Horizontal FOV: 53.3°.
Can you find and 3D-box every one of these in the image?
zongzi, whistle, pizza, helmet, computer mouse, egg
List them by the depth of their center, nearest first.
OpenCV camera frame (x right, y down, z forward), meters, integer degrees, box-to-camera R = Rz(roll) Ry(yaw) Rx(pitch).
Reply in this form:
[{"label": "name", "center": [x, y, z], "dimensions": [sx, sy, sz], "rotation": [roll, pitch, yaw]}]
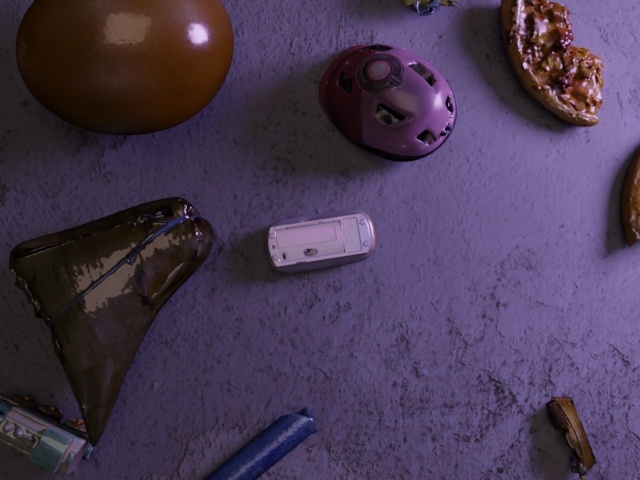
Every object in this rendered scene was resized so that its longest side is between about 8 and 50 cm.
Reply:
[{"label": "egg", "center": [-0.319, -0.317, 1.058], "dimensions": [0.352, 0.282, 0.282], "rotation": [-9, 85, -3]}, {"label": "zongzi", "center": [-0.305, 0.126, 1.075], "dimensions": [0.323, 0.160, 0.360], "rotation": [-20, 85, -3]}, {"label": "whistle", "center": [-0.137, 0.396, 1.106], "dimensions": [0.304, 0.062, 0.062], "rotation": [-38, 87, -5]}, {"label": "helmet", "center": [0.126, -0.257, 1.142], "dimensions": [0.253, 0.154, 0.198], "rotation": [39, 85, -3]}, {"label": "computer mouse", "center": [0.000, 0.000, 1.159], "dimensions": [0.199, 0.045, 0.102], "rotation": [-10, 85, -4]}, {"label": "pizza", "center": [0.642, -0.109, 1.192], "dimensions": [0.135, 0.056, 0.270], "rotation": [14, 82, 1]}, {"label": "pizza", "center": [0.439, -0.349, 1.194], "dimensions": [0.161, 0.085, 0.305], "rotation": [-34, 88, -6]}]

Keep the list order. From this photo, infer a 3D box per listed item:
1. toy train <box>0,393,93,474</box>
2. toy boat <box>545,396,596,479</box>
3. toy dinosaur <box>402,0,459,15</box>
[{"label": "toy train", "center": [-0.477, 0.318, 1.068], "dimensions": [0.194, 0.125, 0.080], "rotation": [26, 80, 0]}, {"label": "toy boat", "center": [0.449, 0.351, 1.142], "dimensions": [0.049, 0.047, 0.149], "rotation": [-20, 83, 9]}, {"label": "toy dinosaur", "center": [0.267, -0.509, 1.205], "dimensions": [0.260, 0.094, 0.153], "rotation": [-9, 85, -11]}]
